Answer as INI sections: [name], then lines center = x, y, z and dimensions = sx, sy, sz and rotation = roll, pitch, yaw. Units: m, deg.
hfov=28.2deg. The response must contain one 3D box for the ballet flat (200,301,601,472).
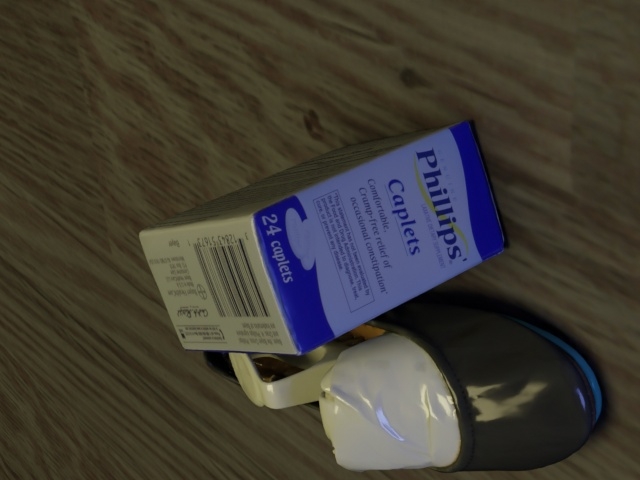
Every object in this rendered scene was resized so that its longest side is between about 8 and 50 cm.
[ballet flat]
center = 0.024, 0.081, 0.707
dimensions = 0.280, 0.096, 0.095
rotation = 10, 118, 54

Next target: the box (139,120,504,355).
[box]
center = 0.000, 0.000, 0.649
dimensions = 0.126, 0.137, 0.072
rotation = -5, 107, 58
